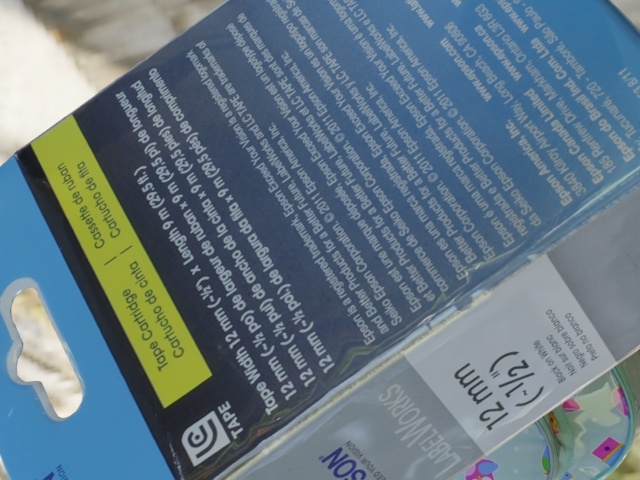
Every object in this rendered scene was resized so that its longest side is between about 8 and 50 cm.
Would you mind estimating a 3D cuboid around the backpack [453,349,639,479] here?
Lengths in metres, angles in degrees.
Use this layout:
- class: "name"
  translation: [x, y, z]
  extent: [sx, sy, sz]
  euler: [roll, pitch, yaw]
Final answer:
- class: "backpack"
  translation: [0.107, 0.101, 1.221]
  extent: [0.166, 0.188, 0.144]
  euler: [51, -162, 7]

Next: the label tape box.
- class: "label tape box"
  translation: [0.000, 0.000, 0.951]
  extent: [0.115, 0.347, 0.249]
  euler: [49, -174, -48]
